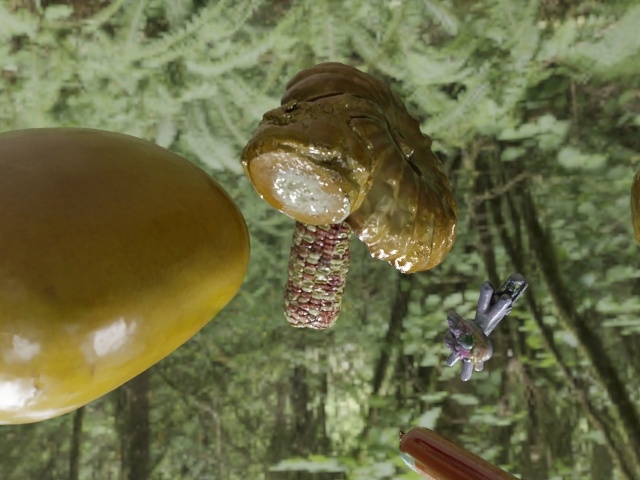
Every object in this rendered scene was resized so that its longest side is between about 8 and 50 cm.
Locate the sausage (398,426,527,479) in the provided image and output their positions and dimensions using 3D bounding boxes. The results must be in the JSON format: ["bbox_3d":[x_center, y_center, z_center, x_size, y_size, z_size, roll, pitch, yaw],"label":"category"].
[{"bbox_3d":[0.202,0.341,1.451,0.083,0.083,0.264,6,-170,-38],"label":"sausage"}]

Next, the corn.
[{"bbox_3d":[0.000,0.000,1.512,0.098,0.290,0.098,7,-166,-2],"label":"corn"}]

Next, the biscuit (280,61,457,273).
[{"bbox_3d":[0.081,-0.109,1.308,0.107,0.326,0.325,-35,155,24],"label":"biscuit"}]

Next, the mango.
[{"bbox_3d":[-0.259,0.019,0.994,0.445,0.300,0.232,-18,148,-43],"label":"mango"}]

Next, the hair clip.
[{"bbox_3d":[0.338,0.181,2.092,0.090,0.137,0.279,-8,134,-51],"label":"hair clip"}]

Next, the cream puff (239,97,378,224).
[{"bbox_3d":[-0.008,-0.085,1.018,0.144,0.103,0.126,40,139,-17],"label":"cream puff"}]

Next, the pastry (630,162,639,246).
[{"bbox_3d":[0.375,-0.041,0.619,0.355,0.164,0.356,-9,-167,2],"label":"pastry"}]
